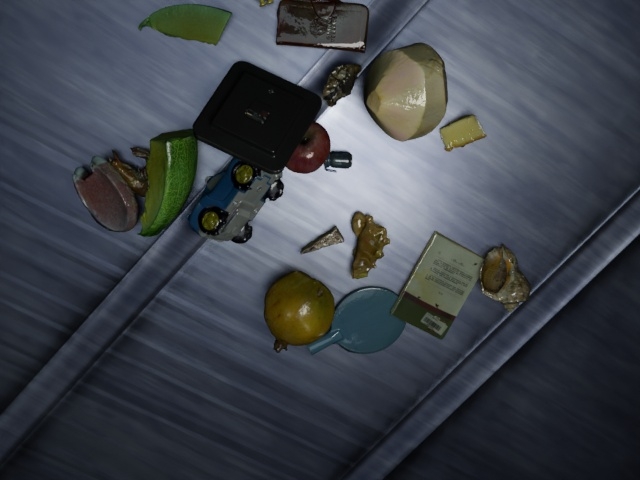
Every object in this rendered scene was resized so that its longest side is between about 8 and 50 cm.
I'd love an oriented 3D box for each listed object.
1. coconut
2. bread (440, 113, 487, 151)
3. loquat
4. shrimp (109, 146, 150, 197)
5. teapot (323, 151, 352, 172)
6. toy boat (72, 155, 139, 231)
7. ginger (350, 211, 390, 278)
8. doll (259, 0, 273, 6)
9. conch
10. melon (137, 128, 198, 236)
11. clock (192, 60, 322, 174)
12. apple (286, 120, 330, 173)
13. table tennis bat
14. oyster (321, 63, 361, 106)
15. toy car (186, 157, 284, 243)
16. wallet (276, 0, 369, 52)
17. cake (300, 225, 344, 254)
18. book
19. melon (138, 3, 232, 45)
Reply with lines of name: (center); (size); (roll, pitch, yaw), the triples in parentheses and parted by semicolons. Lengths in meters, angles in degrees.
coconut: (0.228, -0.398, 1.710); (0.259, 0.259, 0.259); (-1, 104, -3)
bread: (0.403, -0.310, 1.834); (0.109, 0.080, 0.084); (-28, 101, 2)
loquat: (-0.073, 0.218, 1.878); (0.213, 0.213, 0.246); (28, 91, -9)
shrimp: (-0.521, -0.205, 1.835); (0.187, 0.051, 0.132); (35, 88, -18)
teapot: (0.050, -0.232, 1.858); (0.083, 0.063, 0.049); (3, 72, -1)
toy boat: (-0.601, -0.130, 1.827); (0.155, 0.085, 0.227); (-25, 103, 28)
ginger: (0.148, 0.019, 1.901); (0.115, 0.081, 0.205); (1, 102, 3)
doll: (-0.172, -0.706, 1.719); (0.099, 0.057, 0.143); (-29, 104, -18)
conch: (0.550, 0.115, 1.920); (0.155, 0.130, 0.207); (-5, 88, -33)
melon: (-0.427, -0.150, 1.791); (0.124, 0.196, 0.323); (16, 110, 7)
clock: (-0.168, -0.339, 1.721); (0.279, 0.049, 0.273); (25, 69, 5)
apple: (-0.048, -0.261, 1.792); (0.153, 0.120, 0.153); (0, 72, 1)
table tennis bat: (0.112, 0.267, 1.983); (0.329, 0.044, 0.215); (-25, 105, 1)
oyster: (0.065, -0.437, 1.782); (0.051, 0.103, 0.148); (29, 86, 32)
toy car: (-0.243, -0.133, 1.805); (0.166, 0.198, 0.314); (40, 98, 21)
wallet: (0.005, -0.600, 1.766); (0.255, 0.031, 0.137); (4, 104, -4)
cake: (0.000, 0.000, 1.905); (0.140, 0.051, 0.055); (-18, 105, 0)
book: (0.364, 0.142, 1.958); (0.201, 0.026, 0.289); (28, 96, -12)
melon: (-0.370, -0.594, 1.753); (0.262, 0.053, 0.114); (1, 122, 1)
